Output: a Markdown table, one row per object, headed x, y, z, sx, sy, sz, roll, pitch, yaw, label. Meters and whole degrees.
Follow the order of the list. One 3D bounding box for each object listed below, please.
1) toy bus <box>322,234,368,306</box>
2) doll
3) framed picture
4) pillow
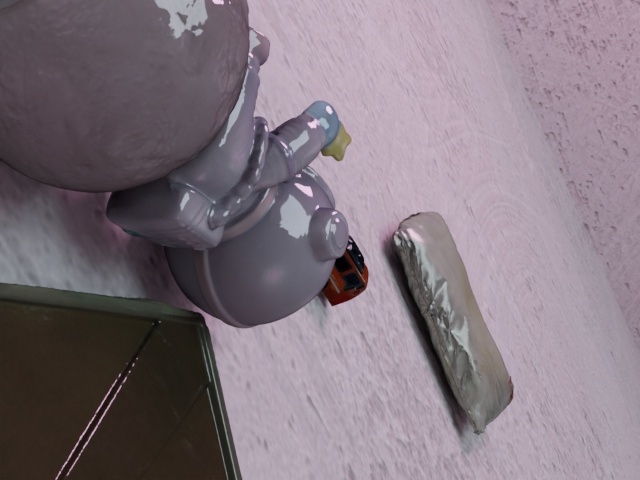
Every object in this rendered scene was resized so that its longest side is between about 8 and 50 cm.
| x | y | z | sx | sy | sz | roll | pitch | yaw | label |
| --- | --- | --- | --- | --- | --- | --- | --- | --- | --- |
| 0.000 | 0.000 | 0.863 | 0.110 | 0.043 | 0.031 | 57 | 22 | -31 | toy bus |
| -0.071 | -0.048 | 0.585 | 0.287 | 0.151 | 0.151 | 55 | 23 | -49 | doll |
| -0.098 | 0.112 | 0.508 | 0.260 | 0.023 | 0.189 | 17 | 54 | -67 | framed picture |
| 0.136 | 0.078 | 1.147 | 0.229 | 0.051 | 0.128 | 66 | 26 | -6 | pillow |
